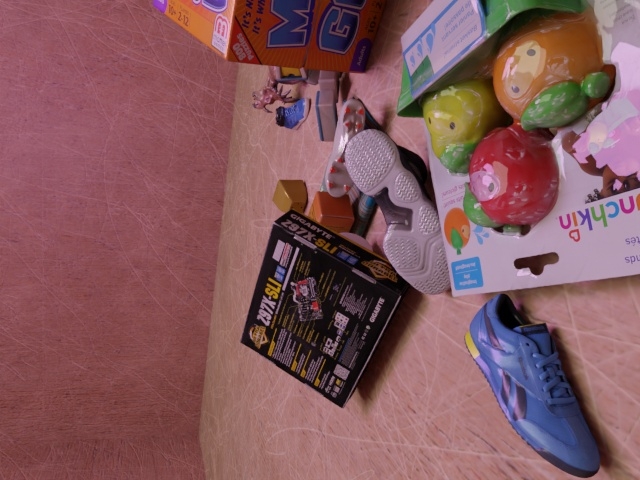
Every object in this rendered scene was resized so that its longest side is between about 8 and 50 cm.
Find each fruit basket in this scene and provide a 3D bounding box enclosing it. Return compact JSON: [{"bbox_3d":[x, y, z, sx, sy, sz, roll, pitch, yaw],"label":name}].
[{"bbox_3d":[0.203,-0.124,0.531,0.327,0.165,0.353,155,114,-67],"label":"fruit basket"}]

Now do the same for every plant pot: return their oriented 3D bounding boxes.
[{"bbox_3d":[-0.083,-0.122,1.413,0.083,0.081,0.081,60,142,37],"label":"plant pot"}]

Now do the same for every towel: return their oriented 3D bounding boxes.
[{"bbox_3d":[0.053,-0.105,1.099,0.271,0.040,0.370,-111,32,-51],"label":"towel"}]

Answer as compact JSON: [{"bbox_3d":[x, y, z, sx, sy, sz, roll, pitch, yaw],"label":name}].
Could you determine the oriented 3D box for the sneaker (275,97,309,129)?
[{"bbox_3d":[-0.093,-0.393,1.483,0.152,0.084,0.058,148,124,-65],"label":"sneaker"}]

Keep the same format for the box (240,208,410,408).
[{"bbox_3d":[-0.003,0.137,0.915,0.079,0.257,0.322,-39,-26,-52],"label":"box"}]

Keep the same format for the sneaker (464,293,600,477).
[{"bbox_3d":[0.232,0.144,0.524,0.209,0.069,0.082,-112,37,-51],"label":"sneaker"}]

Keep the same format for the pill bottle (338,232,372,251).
[{"bbox_3d":[0.034,0.092,0.993,0.117,0.117,0.215,-110,32,-48],"label":"pill bottle"}]

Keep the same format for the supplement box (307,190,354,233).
[{"bbox_3d":[0.000,0.000,1.066,0.233,0.080,0.078,110,157,-46],"label":"supplement box"}]

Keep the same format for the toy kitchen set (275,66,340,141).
[{"bbox_3d":[-0.036,-0.361,1.198,0.122,0.166,0.207,77,-165,-57],"label":"toy kitchen set"}]

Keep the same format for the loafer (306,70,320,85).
[{"bbox_3d":[-0.011,-0.578,1.267,0.112,0.111,0.320,-136,54,-64],"label":"loafer"}]

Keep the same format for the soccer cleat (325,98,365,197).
[{"bbox_3d":[0.053,-0.185,0.975,0.076,0.068,0.196,-97,17,-72],"label":"soccer cleat"}]

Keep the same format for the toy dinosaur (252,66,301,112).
[{"bbox_3d":[-0.090,-0.520,1.473,0.295,0.127,0.200,-13,83,52],"label":"toy dinosaur"}]

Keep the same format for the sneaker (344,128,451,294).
[{"bbox_3d":[0.144,-0.054,0.761,0.101,0.153,0.269,-28,91,27],"label":"sneaker"}]

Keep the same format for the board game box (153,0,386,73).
[{"bbox_3d":[-0.091,-0.591,0.986,0.356,0.356,0.357,44,130,35],"label":"board game box"}]
